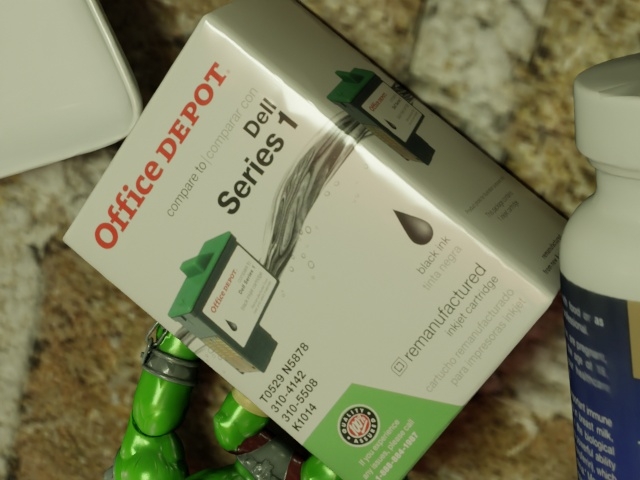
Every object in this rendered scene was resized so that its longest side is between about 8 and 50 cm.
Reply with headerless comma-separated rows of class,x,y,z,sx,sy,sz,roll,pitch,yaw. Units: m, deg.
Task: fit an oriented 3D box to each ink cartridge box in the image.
ink cartridge box,0.000,0.000,0.828,0.219,0.092,0.160,39,117,6

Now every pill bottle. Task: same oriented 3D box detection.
pill bottle,0.188,0.050,0.734,0.153,0.153,0.265,-1,107,23

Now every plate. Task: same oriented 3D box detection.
plate,-0.239,-0.158,0.887,0.277,0.045,0.278,-15,101,33

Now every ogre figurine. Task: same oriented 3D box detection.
ogre figurine,-0.035,0.134,0.894,0.197,0.097,0.118,35,100,-9
